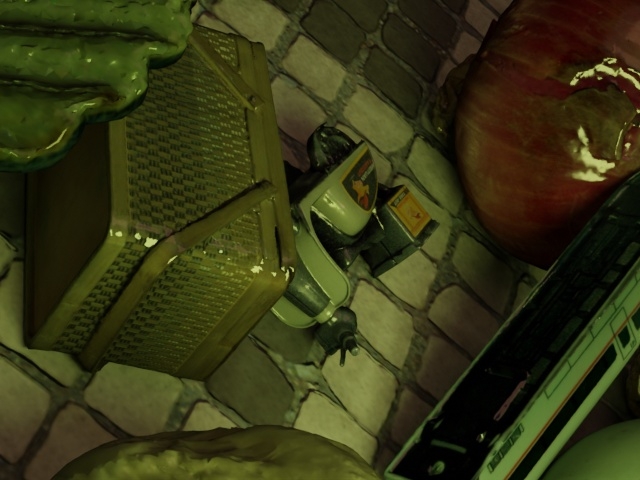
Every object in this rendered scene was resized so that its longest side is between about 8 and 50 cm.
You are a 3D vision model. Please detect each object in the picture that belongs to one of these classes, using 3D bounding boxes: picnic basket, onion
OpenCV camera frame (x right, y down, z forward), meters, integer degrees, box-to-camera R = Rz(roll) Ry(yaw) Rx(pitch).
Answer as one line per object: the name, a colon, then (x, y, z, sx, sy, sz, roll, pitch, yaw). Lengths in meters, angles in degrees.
picnic basket: (-0.127, -0.040, 1.047, 0.139, 0.165, 0.266, 14, 47, -28)
onion: (0.294, -0.107, 1.418, 0.354, 0.353, 0.353, 27, 41, -26)

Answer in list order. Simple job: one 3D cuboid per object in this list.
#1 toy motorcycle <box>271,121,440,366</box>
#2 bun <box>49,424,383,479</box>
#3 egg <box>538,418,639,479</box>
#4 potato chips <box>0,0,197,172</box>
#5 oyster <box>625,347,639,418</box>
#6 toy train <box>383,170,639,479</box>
toy motorcycle: (0.000, 0.000, 1.205, 0.157, 0.091, 0.263, 50, 34, -6)
bun: (-0.056, 0.237, 0.823, 0.205, 0.282, 0.281, 72, 0, -61)
egg: (0.282, 0.247, 1.167, 0.283, 0.203, 0.203, -3, 59, -44)
potato chips: (-0.292, -0.173, 0.947, 0.429, 0.070, 0.358, 5, 52, -9)
oyster: (0.353, 0.176, 1.428, 0.191, 0.081, 0.163, 14, 71, -57)
toy train: (0.215, 0.085, 1.191, 0.407, 0.086, 0.088, -47, 125, -26)
